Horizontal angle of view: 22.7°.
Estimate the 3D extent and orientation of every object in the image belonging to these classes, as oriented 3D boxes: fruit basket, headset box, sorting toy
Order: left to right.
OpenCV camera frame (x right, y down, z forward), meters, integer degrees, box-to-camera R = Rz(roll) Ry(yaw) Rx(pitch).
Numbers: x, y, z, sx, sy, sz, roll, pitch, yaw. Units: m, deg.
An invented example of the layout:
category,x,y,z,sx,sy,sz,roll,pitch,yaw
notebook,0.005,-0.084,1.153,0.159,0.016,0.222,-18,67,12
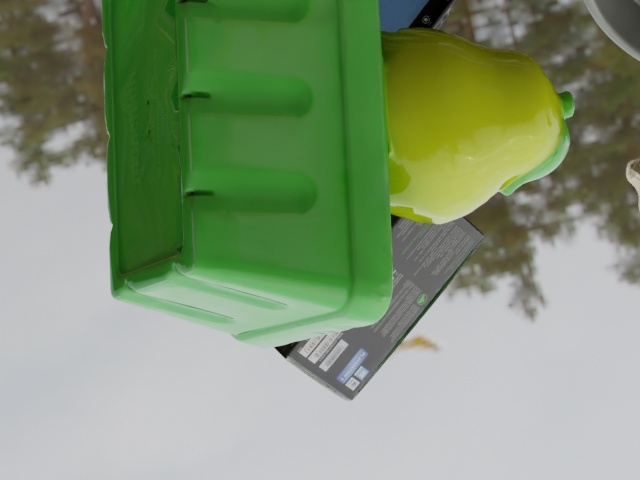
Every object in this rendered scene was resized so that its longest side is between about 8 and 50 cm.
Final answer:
category,x,y,z,sx,sy,sz,roll,pitch,yaw
headset box,0.000,0.000,1.842,0.246,0.131,0.283,-51,-137,0
fruit basket,0.015,-0.098,1.403,0.392,0.392,0.283,-27,-175,-33
sorting toy,0.364,-0.042,1.689,0.045,0.075,0.083,-26,-132,-29

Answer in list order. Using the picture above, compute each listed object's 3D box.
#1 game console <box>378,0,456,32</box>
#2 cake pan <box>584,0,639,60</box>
category,x,y,z,sx,sy,sz,roll,pitch,yaw
game console,0.138,-0.298,1.583,0.044,0.361,0.213,15,-151,-48
cake pan,0.404,-0.272,1.589,0.293,0.293,0.054,-5,-132,33
